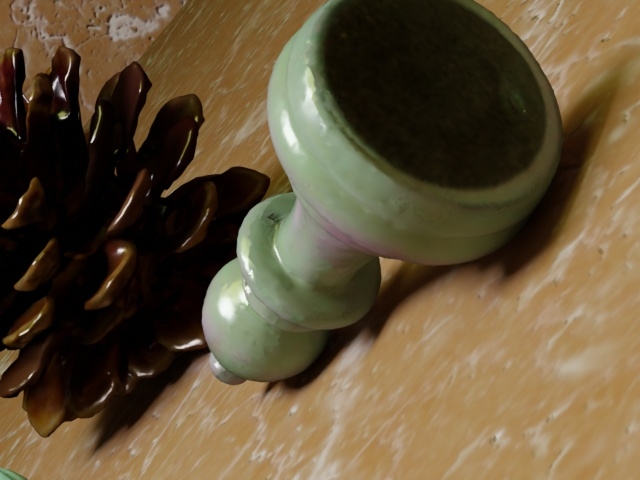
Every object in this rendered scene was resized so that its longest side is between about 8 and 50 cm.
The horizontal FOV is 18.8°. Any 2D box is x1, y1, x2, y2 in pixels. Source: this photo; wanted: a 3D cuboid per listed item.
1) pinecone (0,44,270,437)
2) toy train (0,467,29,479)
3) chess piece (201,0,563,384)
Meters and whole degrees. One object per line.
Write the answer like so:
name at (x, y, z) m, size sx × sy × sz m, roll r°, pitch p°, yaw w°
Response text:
pinecone at (-0.176, -0.009, 1.282) m, size 0.264 × 0.264 × 0.264 m, roll -47°, pitch 14°, yaw 16°
toy train at (-0.318, 0.292, 1.007) m, size 0.442 × 0.179 × 0.272 m, roll -45°, pitch 4°, yaw -29°
chess piece at (0.000, 0.000, 0.971) m, size 0.272 × 0.139 × 0.139 m, roll -51°, pitch 9°, yaw 49°
